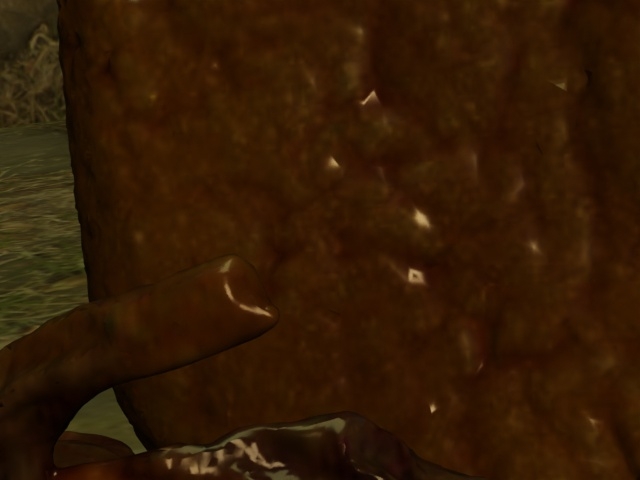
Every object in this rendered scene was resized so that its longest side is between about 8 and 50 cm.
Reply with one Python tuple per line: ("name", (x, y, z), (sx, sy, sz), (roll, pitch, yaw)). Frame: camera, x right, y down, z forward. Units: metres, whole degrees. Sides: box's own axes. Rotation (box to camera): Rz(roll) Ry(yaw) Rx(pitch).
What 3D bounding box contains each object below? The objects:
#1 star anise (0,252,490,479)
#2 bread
("star anise", (-0.072, 0.071, 0.370), (0.212, 0.111, 0.196), (-17, 5, -18))
("bread", (0.053, -0.039, 0.471), (0.227, 0.253, 0.142), (6, 15, 21))
